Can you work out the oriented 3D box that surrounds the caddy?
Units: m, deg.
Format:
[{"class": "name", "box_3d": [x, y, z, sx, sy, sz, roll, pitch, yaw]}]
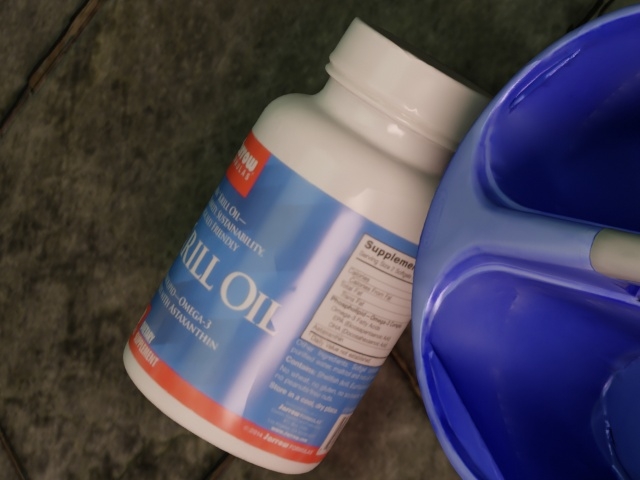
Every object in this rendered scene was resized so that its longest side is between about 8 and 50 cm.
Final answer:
[{"class": "caddy", "box_3d": [0.192, 0.031, 0.793, 0.341, 0.179, 0.241, 14, 85, 43]}]

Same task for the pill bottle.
[{"class": "pill bottle", "box_3d": [0.000, 0.000, 1.008, 0.124, 0.124, 0.221, 38, 102, 42]}]
